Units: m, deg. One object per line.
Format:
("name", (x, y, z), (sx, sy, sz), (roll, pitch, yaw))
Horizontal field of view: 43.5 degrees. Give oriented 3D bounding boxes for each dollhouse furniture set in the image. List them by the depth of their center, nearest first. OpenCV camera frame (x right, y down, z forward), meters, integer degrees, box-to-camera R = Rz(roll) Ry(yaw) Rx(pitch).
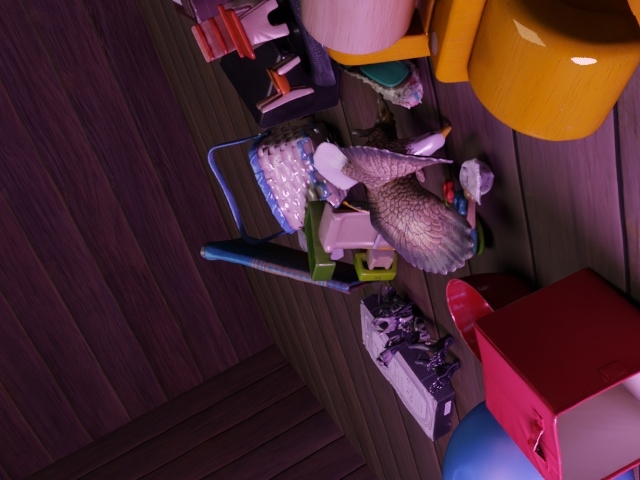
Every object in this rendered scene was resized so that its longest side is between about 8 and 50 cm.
("dollhouse furniture set", (-0.139, -0.349, 1.346), (0.259, 0.135, 0.262), (-122, 8, -72))
("dollhouse furniture set", (0.087, -0.045, 1.630), (0.301, 0.198, 0.151), (107, 159, -62))

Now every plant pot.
("plant pot", (-0.068, -0.363, 1.578), (0.187, 0.188, 0.167), (58, 154, 21))

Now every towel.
("towel", (-0.065, 0.057, 1.898), (0.271, 0.370, 0.040), (-11, -66, -69))

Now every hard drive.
("hard drive", (0.214, 0.319, 2.036), (0.339, 0.064, 0.237), (55, 163, 32))

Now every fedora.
("fedora", (-0.005, -0.415, 1.244), (0.334, 0.153, 0.334), (155, 90, -87))

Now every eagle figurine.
("eagle figurine", (0.121, -0.107, 1.276), (0.298, 0.226, 0.225), (-94, 25, -53))

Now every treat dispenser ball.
("treat dispenser ball", (0.333, 0.374, 1.245), (0.288, 0.288, 0.288), (56, 165, 25))

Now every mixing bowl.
("mixing bowl", (0.295, 0.120, 1.304), (0.181, 0.098, 0.181), (56, 165, 23))

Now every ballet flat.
("ballet flat", (0.091, -0.288, 1.336), (0.077, 0.091, 0.241), (42, -170, -47))

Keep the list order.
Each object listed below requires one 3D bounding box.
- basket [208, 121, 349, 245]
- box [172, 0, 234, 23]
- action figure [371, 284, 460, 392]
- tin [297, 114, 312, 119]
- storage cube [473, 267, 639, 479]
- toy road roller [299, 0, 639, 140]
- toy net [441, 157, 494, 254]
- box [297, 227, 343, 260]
("basket", (-0.094, -0.132, 1.848), (0.201, 0.289, 0.254), (-62, -47, -63))
("box", (-0.210, -0.566, 1.634), (0.167, 0.203, 0.168), (42, 155, 55))
("action figure", (0.182, 0.210, 1.796), (0.276, 0.141, 0.164), (42, 157, 47))
("tin", (-0.076, -0.363, 1.878), (0.189, 0.040, 0.106), (56, 169, 24))
("storage cube", (0.336, 0.186, 1.062), (0.193, 0.215, 0.183), (-125, 15, -52))
("toy road roller", (0.153, -0.218, 0.741), (0.202, 0.330, 0.240), (93, 169, -63))
("toy net", (0.239, -0.071, 1.284), (0.232, 0.045, 0.122), (94, 166, -59))
("box", (0.000, 0.000, 2.157), (0.101, 0.087, 0.102), (53, 162, 34))
